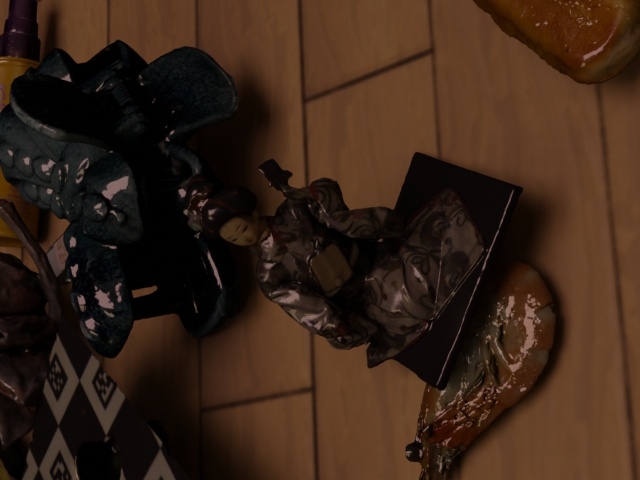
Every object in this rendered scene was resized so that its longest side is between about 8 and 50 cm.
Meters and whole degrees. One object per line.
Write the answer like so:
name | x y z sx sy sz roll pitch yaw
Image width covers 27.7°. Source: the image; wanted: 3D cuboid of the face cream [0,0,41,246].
face cream | -0.330 -0.133 1.390 0.078 0.078 0.273 -7 75 44

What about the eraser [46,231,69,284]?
eraser | -0.249 0.006 1.317 0.083 0.019 0.038 -43 55 30

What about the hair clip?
hair clip | -0.177 -0.058 1.150 0.310 0.194 0.206 54 146 36

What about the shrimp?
shrimp | 0.107 0.099 0.924 0.091 0.043 0.184 35 104 40

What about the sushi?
sushi | -0.158 0.278 1.128 0.339 0.068 0.320 41 123 43

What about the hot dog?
hot dog | 0.140 -0.208 0.953 0.088 0.061 0.286 -49 49 21

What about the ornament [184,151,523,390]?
ornament | 0.000 0.000 0.921 0.153 0.196 0.166 29 101 66

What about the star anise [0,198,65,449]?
star anise | -0.294 0.082 1.254 0.209 0.089 0.231 66 147 35

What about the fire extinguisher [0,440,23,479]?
fire extinguisher | -0.380 0.202 1.351 0.311 0.114 0.095 39 147 44
